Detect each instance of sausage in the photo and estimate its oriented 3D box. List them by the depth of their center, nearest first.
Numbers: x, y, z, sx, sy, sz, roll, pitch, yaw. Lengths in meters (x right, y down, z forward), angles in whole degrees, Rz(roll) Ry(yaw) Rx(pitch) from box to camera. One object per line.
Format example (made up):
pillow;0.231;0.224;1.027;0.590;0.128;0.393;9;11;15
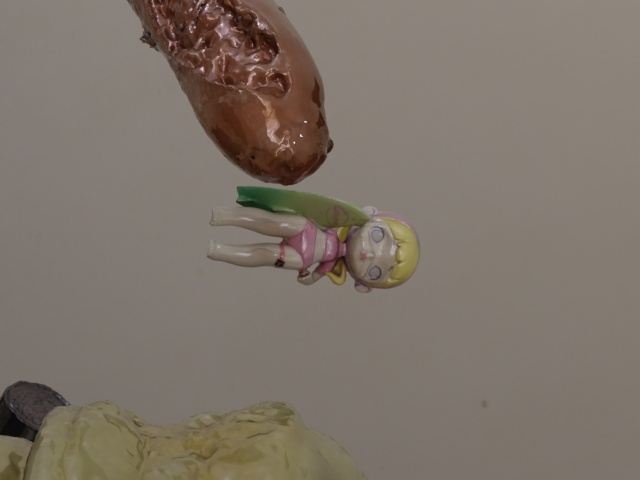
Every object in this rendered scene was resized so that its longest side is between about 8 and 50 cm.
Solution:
sausage;-0.075;-0.141;0.643;0.326;0.079;0.087;-125;-164;-49

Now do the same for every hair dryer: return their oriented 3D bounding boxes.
hair dryer;-0.400;0.197;1.167;0.251;0.197;0.089;42;17;20

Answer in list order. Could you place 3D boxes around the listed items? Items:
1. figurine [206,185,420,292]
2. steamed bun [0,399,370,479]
figurine;0.000;0.000;0.852;0.083;0.188;0.083;-176;-90;-71
steamed bun;-0.117;0.234;0.601;0.372;0.231;0.324;-30;132;-57
